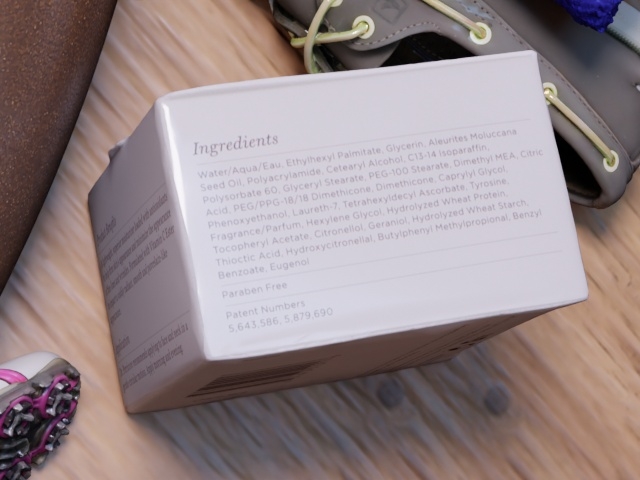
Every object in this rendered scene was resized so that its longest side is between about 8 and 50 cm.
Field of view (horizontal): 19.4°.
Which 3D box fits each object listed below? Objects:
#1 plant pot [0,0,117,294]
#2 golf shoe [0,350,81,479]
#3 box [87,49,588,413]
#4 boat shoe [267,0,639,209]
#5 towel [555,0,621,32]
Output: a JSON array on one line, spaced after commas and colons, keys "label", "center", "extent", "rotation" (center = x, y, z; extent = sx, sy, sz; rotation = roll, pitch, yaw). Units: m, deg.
[{"label": "plant pot", "center": [-0.194, -0.075, 0.837], "extent": [0.215, 0.215, 0.230], "rotation": [7, 90, -15]}, {"label": "golf shoe", "center": [-0.194, 0.092, 0.854], "extent": [0.186, 0.067, 0.086], "rotation": [-30, 57, -35]}, {"label": "box", "center": [0.000, 0.000, 0.874], "extent": [0.182, 0.181, 0.119], "rotation": [-9, 81, -18]}, {"label": "boat shoe", "center": [0.041, -0.118, 0.954], "extent": [0.305, 0.109, 0.091], "rotation": [27, 67, -14]}, {"label": "towel", "center": [0.066, -0.258, 0.947], "extent": [0.308, 0.076, 0.227], "rotation": [41, 49, -3]}]
